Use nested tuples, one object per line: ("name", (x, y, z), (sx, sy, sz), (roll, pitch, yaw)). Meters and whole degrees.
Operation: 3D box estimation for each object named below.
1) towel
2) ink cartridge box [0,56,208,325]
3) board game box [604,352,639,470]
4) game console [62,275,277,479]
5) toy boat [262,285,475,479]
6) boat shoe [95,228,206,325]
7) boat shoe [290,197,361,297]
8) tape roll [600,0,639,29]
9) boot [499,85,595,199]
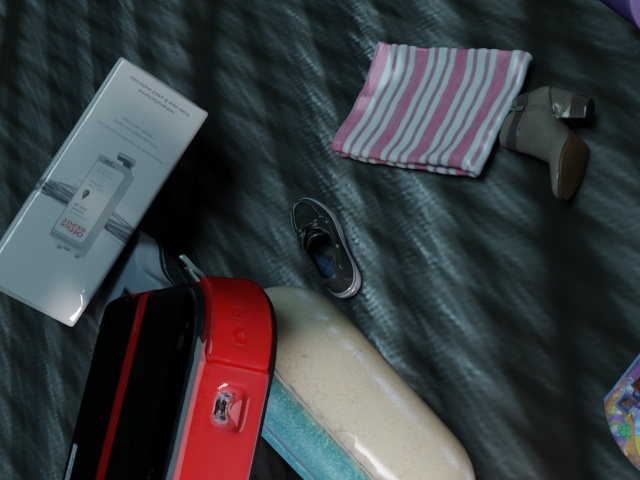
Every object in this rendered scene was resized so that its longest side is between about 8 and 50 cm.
("towel", (0.112, -0.143, 0.992), (0.197, 0.029, 0.144), (13, 74, 42))
("ink cartridge box", (-0.265, -0.055, 1.100), (0.283, 0.117, 0.207), (-59, 14, -6))
("board game box", (0.298, 0.111, 0.717), (0.168, 0.033, 0.133), (-52, 47, 0))
("game console", (-0.147, 0.221, 0.713), (0.342, 0.060, 0.386), (-16, 59, 65))
("toy boat", (-0.002, 0.148, 0.806), (0.148, 0.267, 0.318), (-42, 17, -2))
("boat shoe", (-0.166, 0.069, 1.021), (0.113, 0.105, 0.306), (-63, 24, -2))
("boat shoe", (0.000, 0.000, 0.986), (0.049, 0.040, 0.142), (-39, 49, 11))
("tape roll", (0.321, -0.275, 0.816), (0.189, 0.189, 0.080), (-42, 49, 9))
("boot", (0.210, -0.093, 0.896), (0.087, 0.042, 0.118), (4, 66, 44))
